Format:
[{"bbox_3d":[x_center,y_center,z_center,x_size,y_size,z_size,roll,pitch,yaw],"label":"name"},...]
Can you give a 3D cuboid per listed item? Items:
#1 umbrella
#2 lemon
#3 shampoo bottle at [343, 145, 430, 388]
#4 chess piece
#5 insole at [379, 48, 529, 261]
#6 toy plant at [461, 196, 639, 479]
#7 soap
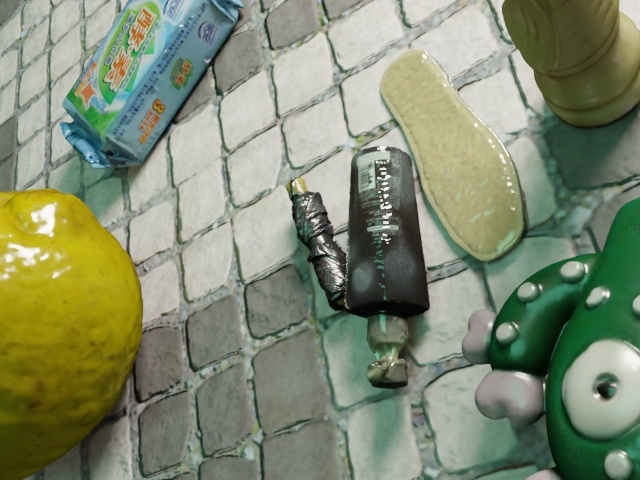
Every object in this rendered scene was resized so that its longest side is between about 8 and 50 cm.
[{"bbox_3d":[0.000,0.000,0.682,0.037,0.040,0.143,-31,58,15],"label":"umbrella"},{"bbox_3d":[-0.327,0.105,0.753,0.286,0.285,0.316,-1,91,38],"label":"lemon"},{"bbox_3d":[0.053,0.021,0.615,0.057,0.064,0.207,-22,59,41],"label":"shampoo bottle"},{"bbox_3d":[0.168,-0.163,0.511,0.090,0.200,0.090,-16,62,32],"label":"chess piece"},{"bbox_3d":[0.113,-0.087,0.647,0.081,0.011,0.247,-38,52,21],"label":"insole"},{"bbox_3d":[0.208,0.090,0.433,0.233,0.112,0.243,-29,50,23],"label":"toy plant"},{"bbox_3d":[-0.223,-0.227,0.926,0.156,0.077,0.293,40,98,41],"label":"soap"}]
